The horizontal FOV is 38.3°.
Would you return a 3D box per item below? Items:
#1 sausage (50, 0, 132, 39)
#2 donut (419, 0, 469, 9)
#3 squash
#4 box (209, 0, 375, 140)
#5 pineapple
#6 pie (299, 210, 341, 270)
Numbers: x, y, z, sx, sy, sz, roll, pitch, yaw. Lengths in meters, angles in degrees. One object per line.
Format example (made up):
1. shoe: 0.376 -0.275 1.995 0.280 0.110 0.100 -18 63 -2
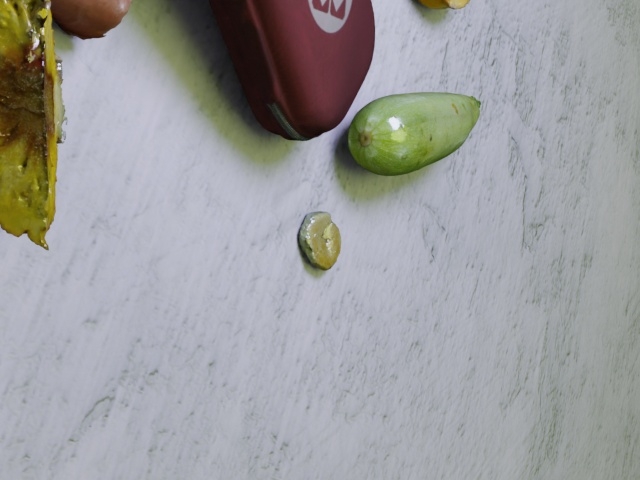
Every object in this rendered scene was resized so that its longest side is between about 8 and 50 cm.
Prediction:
1. sausage: -0.307 -0.290 0.767 0.419 0.094 0.094 29 48 -61
2. donut: 0.188 -0.468 1.498 0.190 0.074 0.174 57 45 -40
3. squash: 0.158 -0.171 1.410 0.370 0.118 0.118 -22 105 -56
4. box: -0.036 -0.315 1.096 0.263 0.108 0.404 -65 149 -35
5. pineapple: -0.298 -0.135 0.822 0.164 0.140 0.250 -110 -160 -69
6. pie: 0.000 0.000 1.260 0.084 0.020 0.084 9 79 -52
